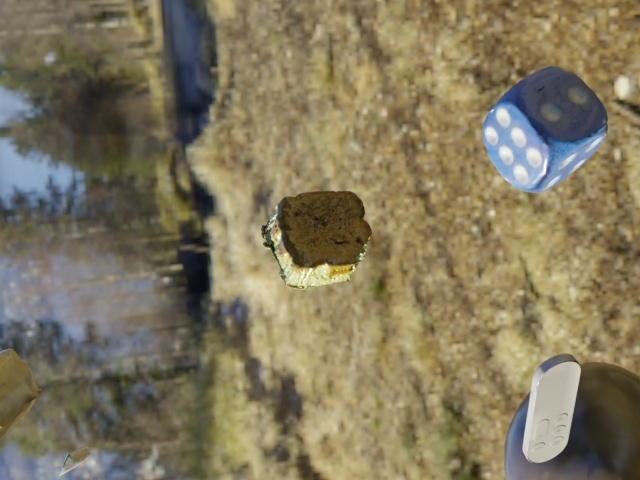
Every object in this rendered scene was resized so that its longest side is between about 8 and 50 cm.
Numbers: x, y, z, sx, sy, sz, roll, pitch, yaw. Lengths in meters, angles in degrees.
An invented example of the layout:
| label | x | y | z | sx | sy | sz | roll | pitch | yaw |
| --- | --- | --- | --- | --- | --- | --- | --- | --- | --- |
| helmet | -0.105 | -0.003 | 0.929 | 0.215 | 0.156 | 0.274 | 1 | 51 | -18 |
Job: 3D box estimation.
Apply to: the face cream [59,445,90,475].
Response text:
| label | x | y | z | sx | sy | sz | roll | pitch | yaw |
| --- | --- | --- | --- | --- | --- | --- | --- | --- | --- |
| face cream | -0.378 | 0.336 | 1.896 | 0.038 | 0.020 | 0.115 | -64 | -4 | 1 |

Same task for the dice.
| label | x | y | z | sx | sy | sz | roll | pitch | yaw |
| --- | --- | --- | --- | --- | --- | --- | --- | --- | --- |
| dice | 0.346 | -0.170 | 1.899 | 0.143 | 0.146 | 0.146 | 53 | 151 | 18 |

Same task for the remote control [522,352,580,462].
| label | x | y | z | sx | sy | sz | roll | pitch | yaw |
| --- | --- | --- | --- | --- | --- | --- | --- | --- | --- |
| remote control | 0.358 | 0.265 | 1.924 | 0.245 | 0.077 | 0.022 | 89 | 159 | -44 |

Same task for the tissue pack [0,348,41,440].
| label | x | y | z | sx | sy | sz | roll | pitch | yaw |
| --- | --- | --- | --- | --- | --- | --- | --- | --- | --- |
| tissue pack | -0.440 | 0.233 | 1.413 | 0.090 | 0.222 | 0.186 | 51 | 135 | -9 |

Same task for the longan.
| label | x | y | z | sx | sy | sz | roll | pitch | yaw |
| --- | --- | --- | --- | --- | --- | --- | --- | --- | --- |
| longan | 0.523 | 0.420 | 2.371 | 0.404 | 0.336 | 0.404 | -1 | -90 | -75 |

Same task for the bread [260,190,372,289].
| label | x | y | z | sx | sy | sz | roll | pitch | yaw |
| --- | --- | --- | --- | --- | --- | --- | --- | --- | --- |
| bread | 0.000 | 0.000 | 1.650 | 0.128 | 0.140 | 0.069 | 69 | 152 | 26 |
